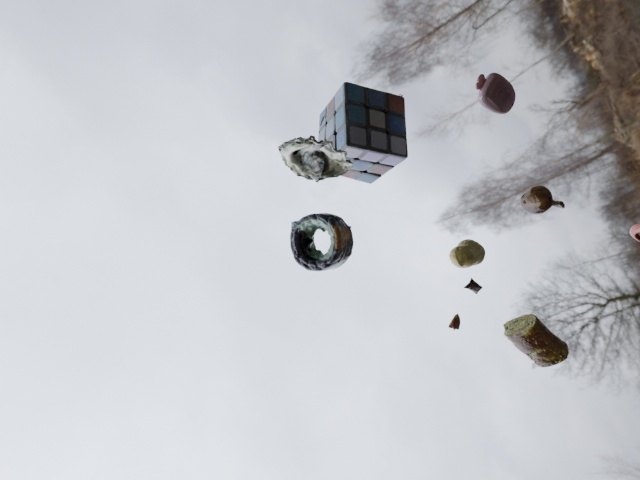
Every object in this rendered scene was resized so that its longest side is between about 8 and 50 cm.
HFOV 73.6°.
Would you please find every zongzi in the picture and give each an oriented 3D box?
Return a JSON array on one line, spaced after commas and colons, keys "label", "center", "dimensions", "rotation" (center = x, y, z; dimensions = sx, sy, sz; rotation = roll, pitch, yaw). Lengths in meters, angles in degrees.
[{"label": "zongzi", "center": [0.791, 0.227, 2.214], "dimensions": [0.083, 0.067, 0.074], "rotation": [20, -121, 10]}]

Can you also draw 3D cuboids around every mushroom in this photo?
[{"label": "mushroom", "center": [0.684, -0.121, 1.305], "dimensions": [0.073, 0.129, 0.088], "rotation": [5, -87, -79]}]

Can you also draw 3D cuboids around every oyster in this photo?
[{"label": "oyster", "center": [-0.042, -0.364, 1.835], "dimensions": [0.115, 0.351, 0.238], "rotation": [-59, -40, -29]}]

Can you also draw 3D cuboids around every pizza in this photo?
[{"label": "pizza", "center": [0.797, 0.493, 2.503], "dimensions": [0.100, 0.029, 0.099], "rotation": [-48, -56, -14]}]

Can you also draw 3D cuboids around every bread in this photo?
[{"label": "bread", "center": [0.705, 0.329, 1.401], "dimensions": [0.172, 0.132, 0.103], "rotation": [42, -134, -8]}]

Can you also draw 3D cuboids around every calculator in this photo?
[{"label": "calculator", "center": [0.532, -0.447, 1.298], "dimensions": [0.165, 0.103, 0.024], "rotation": [20, -171, -28]}]

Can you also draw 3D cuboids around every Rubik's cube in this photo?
[{"label": "Rubik's cube", "center": [0.200, -0.531, 2.160], "dimensions": [0.361, 0.358, 0.364], "rotation": [11, -110, -23]}]

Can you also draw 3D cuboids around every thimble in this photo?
[{"label": "thimble", "center": [0.000, 0.000, 1.631], "dimensions": [0.150, 0.237, 0.238], "rotation": [-4, -108, -61]}]

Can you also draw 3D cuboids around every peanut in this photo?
[{"label": "peanut", "center": [0.774, 0.069, 2.268], "dimensions": [0.318, 0.147, 0.148], "rotation": [-7, -106, -49]}]

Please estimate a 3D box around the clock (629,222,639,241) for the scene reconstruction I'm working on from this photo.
[{"label": "clock", "center": [1.448, -0.028, 1.828], "dimensions": [0.205, 0.205, 0.051], "rotation": [31, -104, -38]}]
